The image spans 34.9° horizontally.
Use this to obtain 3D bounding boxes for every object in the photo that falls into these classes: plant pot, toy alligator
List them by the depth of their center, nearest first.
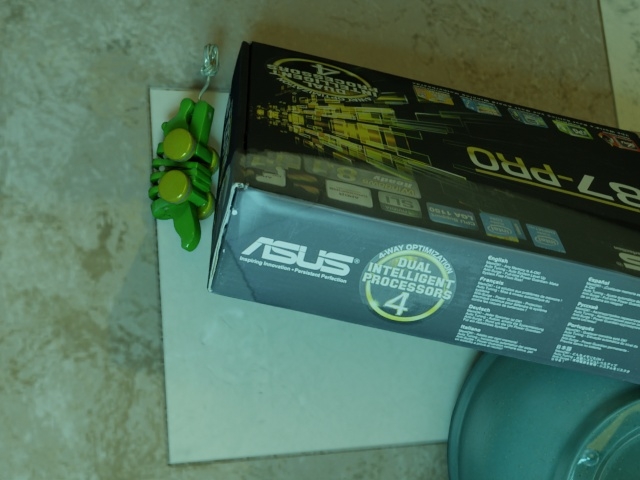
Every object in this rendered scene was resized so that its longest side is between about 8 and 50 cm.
[{"bbox_3d":[0.260,0.195,0.827,0.293,0.196,0.293,0,91,0],"label":"plant pot"},{"bbox_3d":[-0.122,-0.082,0.892,0.051,0.056,0.190,-2,74,21],"label":"toy alligator"}]

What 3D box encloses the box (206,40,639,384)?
[{"bbox_3d":[0.114,-0.030,0.813,0.394,0.097,0.318,13,28,-9],"label":"box"}]

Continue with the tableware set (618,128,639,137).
[{"bbox_3d":[0.270,-0.064,1.032,0.194,0.039,0.128,6,75,-19],"label":"tableware set"}]
